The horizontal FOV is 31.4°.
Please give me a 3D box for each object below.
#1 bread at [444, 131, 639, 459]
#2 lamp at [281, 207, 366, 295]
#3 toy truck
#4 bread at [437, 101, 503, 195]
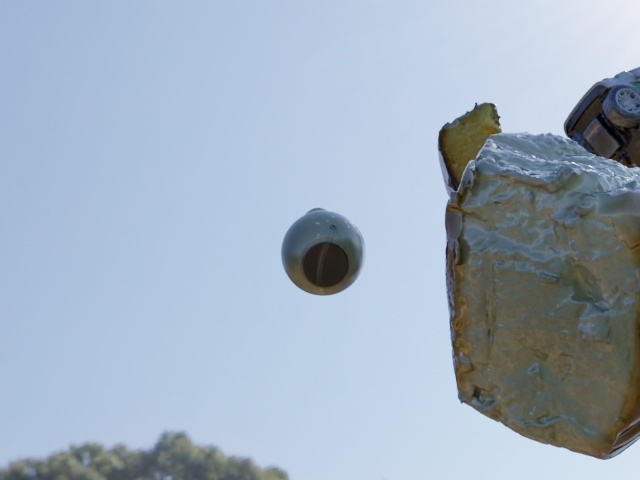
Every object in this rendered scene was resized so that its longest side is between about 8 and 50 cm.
[{"bbox_3d":[0.238,0.048,1.072,0.224,0.279,0.250,6,13,18],"label":"bread"},{"bbox_3d":[0.000,0.000,1.251,0.090,0.163,0.091,-1,-71,-4],"label":"lamp"},{"bbox_3d":[0.511,-0.082,1.586,0.178,0.363,0.176,-34,-15,-29],"label":"toy truck"},{"bbox_3d":[0.268,-0.111,1.820,0.140,0.160,0.169,-28,-33,1],"label":"bread"}]
